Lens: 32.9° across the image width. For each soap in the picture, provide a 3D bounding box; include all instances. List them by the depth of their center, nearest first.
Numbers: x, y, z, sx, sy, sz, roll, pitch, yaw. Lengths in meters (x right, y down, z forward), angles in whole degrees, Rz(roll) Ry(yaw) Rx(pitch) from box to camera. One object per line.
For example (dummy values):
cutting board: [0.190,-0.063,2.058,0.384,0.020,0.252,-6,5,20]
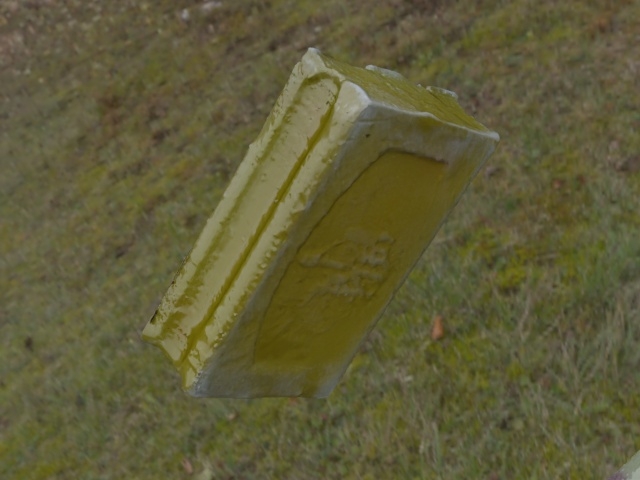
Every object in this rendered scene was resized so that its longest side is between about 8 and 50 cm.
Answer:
soap: [0.000,0.000,0.950,0.091,0.199,0.315,49,117,38]

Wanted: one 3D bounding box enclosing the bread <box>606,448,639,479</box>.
bread: [0.424,0.321,1.253,0.338,0.187,0.155,-49,34,8]
